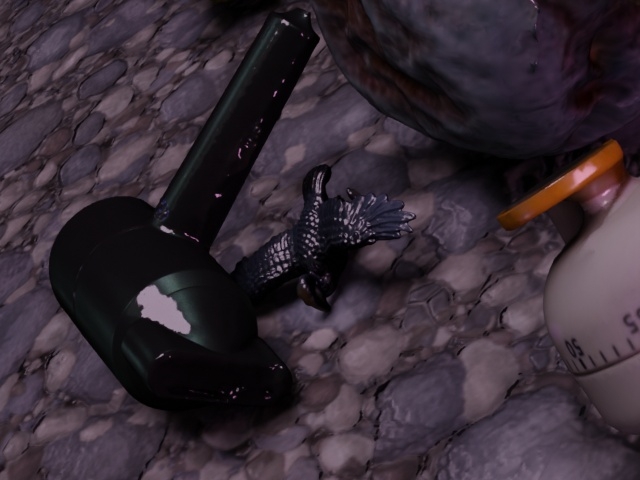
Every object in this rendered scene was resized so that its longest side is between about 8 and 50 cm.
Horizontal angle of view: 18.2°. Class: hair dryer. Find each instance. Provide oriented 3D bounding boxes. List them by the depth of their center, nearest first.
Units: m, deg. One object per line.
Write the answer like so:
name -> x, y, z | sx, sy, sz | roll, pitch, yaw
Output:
hair dryer -> -0.068, -0.026, 1.452 | 0.302, 0.116, 0.244 | -63, 31, 7

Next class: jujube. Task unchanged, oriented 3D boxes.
jujube -> 0.120, -0.186, 1.425 | 0.215, 0.246, 0.308 | -33, 39, -15

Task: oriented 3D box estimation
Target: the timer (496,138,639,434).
timer -> 0.245, 0.030, 1.080 | 0.233, 0.240, 0.233 | -34, -1, 0

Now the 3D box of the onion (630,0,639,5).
onion -> 0.231, -0.269, 1.130 | 0.354, 0.353, 0.353 | -27, 31, 18

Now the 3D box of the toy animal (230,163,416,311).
toy animal -> 0.000, 0.000, 1.469 | 0.220, 0.062, 0.108 | -24, 32, 48
